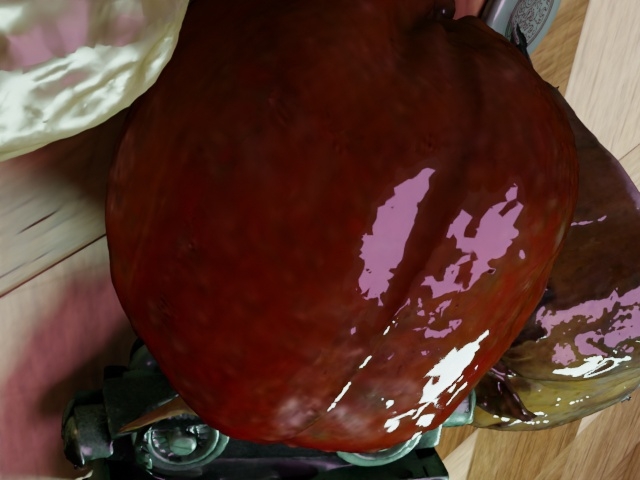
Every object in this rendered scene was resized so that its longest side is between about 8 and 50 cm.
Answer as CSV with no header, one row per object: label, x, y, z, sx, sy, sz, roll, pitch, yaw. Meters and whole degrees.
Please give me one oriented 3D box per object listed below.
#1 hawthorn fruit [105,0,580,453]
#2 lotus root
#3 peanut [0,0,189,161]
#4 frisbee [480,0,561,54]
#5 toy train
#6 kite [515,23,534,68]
hawthorn fruit,0.013,-0.019,0.626,0.258,0.258,0.262,-4,96,-56
lotus root,0.125,0.031,0.859,0.192,0.272,0.272,-24,141,-25
peanut,-0.170,-0.070,0.385,0.313,0.152,0.152,-25,141,-46
frisbee,0.158,-0.177,0.910,0.110,0.014,0.110,-38,148,-30
toy train,-0.033,0.130,0.766,0.269,0.115,0.154,-4,130,-17
kite,0.225,-0.011,0.947,0.014,0.406,0.368,-27,112,4
